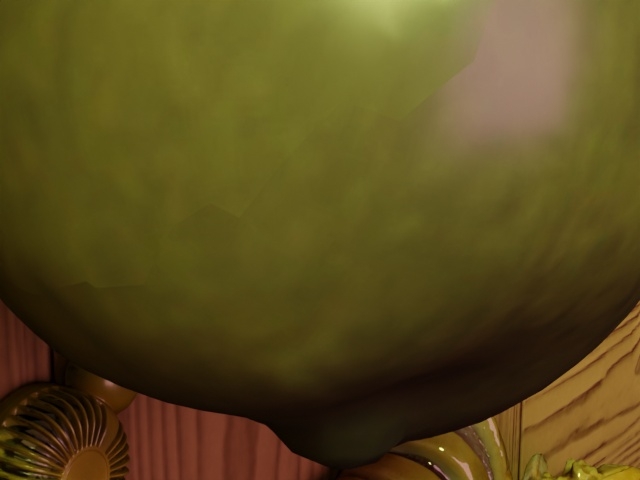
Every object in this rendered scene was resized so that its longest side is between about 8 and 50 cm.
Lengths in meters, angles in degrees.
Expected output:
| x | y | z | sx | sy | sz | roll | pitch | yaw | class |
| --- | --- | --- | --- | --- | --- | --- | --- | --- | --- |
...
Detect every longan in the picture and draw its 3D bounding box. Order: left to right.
| x | y | z | sx | sy | sz | roll | pitch | yaw | class |
| --- | --- | --- | --- | --- | --- | --- | --- | --- | --- |
| 0.006 | -0.068 | 0.644 | 0.361 | 0.361 | 0.361 | -20 | 114 | -52 | longan |

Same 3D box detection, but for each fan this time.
| x | y | z | sx | sy | sz | roll | pitch | yaw | class |
| --- | --- | --- | --- | --- | --- | --- | --- | --- | --- |
| -0.113 | 0.080 | 0.746 | 0.082 | 0.039 | 0.155 | 51 | 57 | -48 | fan |

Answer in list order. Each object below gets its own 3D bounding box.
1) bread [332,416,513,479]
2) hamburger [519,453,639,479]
| x | y | z | sx | sy | sz | roll | pitch | yaw | class |
| --- | --- | --- | --- | --- | --- | --- | --- | --- | --- |
| 0.049 | 0.197 | 0.974 | 0.225 | 0.081 | 0.134 | -46 | 134 | -41 | bread |
| 0.192 | 0.315 | 1.140 | 0.290 | 0.170 | 0.314 | -58 | 139 | -39 | hamburger |
